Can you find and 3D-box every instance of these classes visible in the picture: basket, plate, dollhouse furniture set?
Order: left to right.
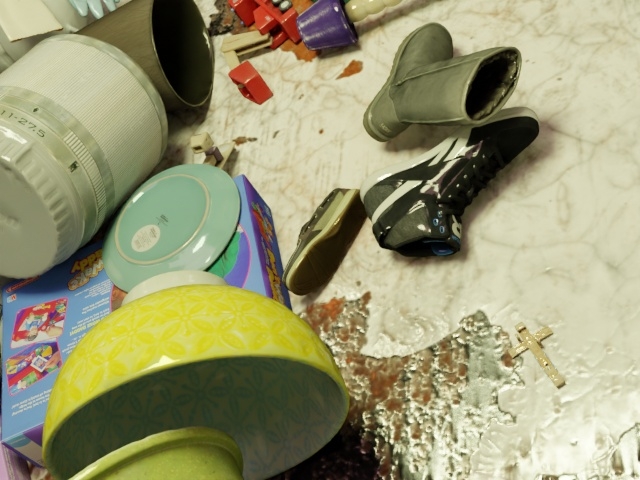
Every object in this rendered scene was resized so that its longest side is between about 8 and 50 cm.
[{"bbox_3d":[-0.287,-0.242,1.475,0.227,0.154,0.204,-16,51,22],"label":"basket"},{"bbox_3d":[-0.182,-0.021,1.231,0.188,0.024,0.188,-14,51,18],"label":"plate"},{"bbox_3d":[-0.169,-0.108,1.364,0.114,0.091,0.081,-9,38,26],"label":"dollhouse furniture set"}]

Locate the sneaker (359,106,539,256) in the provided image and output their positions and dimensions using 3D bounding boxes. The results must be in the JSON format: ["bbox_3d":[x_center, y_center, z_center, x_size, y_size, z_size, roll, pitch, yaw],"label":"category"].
[{"bbox_3d":[0.157,-0.050,1.147,0.217,0.079,0.121,-27,55,15],"label":"sneaker"}]

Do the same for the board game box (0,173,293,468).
[{"bbox_3d":[-0.210,0.093,1.232,0.347,0.078,0.233,-24,49,11],"label":"board game box"}]

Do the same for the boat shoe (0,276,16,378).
[{"bbox_3d":[-0.447,0.082,1.358,0.102,0.108,0.301,-2,64,26],"label":"boat shoe"}]

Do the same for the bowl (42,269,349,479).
[{"bbox_3d":[-0.127,0.123,1.016,0.289,0.289,0.156,-23,54,12],"label":"bowl"}]

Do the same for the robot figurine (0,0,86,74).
[{"bbox_3d":[-0.514,-0.336,1.626,0.354,0.200,0.299,-10,93,22],"label":"robot figurine"}]

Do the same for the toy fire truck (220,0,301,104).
[{"bbox_3d":[-0.092,-0.285,1.464,0.135,0.047,0.192,-40,47,-2],"label":"toy fire truck"}]

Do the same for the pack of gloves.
[{"bbox_3d":[-0.416,-0.382,1.506,0.195,0.046,0.232,-25,72,-34],"label":"pack of gloves"}]

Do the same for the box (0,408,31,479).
[{"bbox_3d":[-0.411,0.351,1.167,0.201,0.057,0.293,-33,48,2],"label":"box"}]

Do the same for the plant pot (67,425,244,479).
[{"bbox_3d":[-0.115,0.348,0.899,0.276,0.276,0.254,-42,60,-4],"label":"plant pot"}]

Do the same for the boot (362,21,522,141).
[{"bbox_3d":[0.149,-0.194,1.187,0.189,0.076,0.208,-63,19,-19],"label":"boot"}]

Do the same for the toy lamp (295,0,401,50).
[{"bbox_3d":[0.100,-0.322,1.368,0.275,0.080,0.080,-20,50,14],"label":"toy lamp"}]

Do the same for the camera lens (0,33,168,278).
[{"bbox_3d":[-0.335,-0.111,1.298,0.219,0.219,0.274,-1,35,28],"label":"camera lens"}]

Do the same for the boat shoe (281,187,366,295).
[{"bbox_3d":[0.000,0.000,1.207,0.049,0.056,0.152,15,56,41],"label":"boat shoe"}]

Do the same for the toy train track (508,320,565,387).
[{"bbox_3d":[0.215,0.110,1.032,0.048,0.014,0.083,-33,48,4],"label":"toy train track"}]

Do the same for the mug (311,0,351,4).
[{"bbox_3d":[0.033,-0.395,1.442,0.158,0.097,0.129,-42,48,-6],"label":"mug"}]
